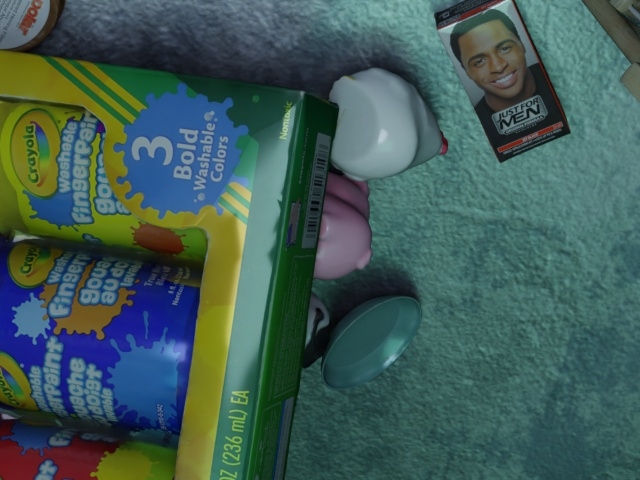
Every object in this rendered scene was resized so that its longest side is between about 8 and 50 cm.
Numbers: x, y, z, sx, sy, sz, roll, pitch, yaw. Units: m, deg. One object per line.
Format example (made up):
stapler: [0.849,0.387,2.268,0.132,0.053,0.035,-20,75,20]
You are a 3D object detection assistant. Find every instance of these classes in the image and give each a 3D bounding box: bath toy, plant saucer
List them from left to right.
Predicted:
bath toy: [0.000,0.000,1.300,0.129,0.151,0.348,5,123,-46]
plant saucer: [0.044,0.093,1.379,0.119,0.021,0.119,-29,146,-21]

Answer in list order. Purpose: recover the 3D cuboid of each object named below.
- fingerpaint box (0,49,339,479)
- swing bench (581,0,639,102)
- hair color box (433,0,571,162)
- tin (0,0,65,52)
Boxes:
fingerpaint box: [-0.206,0.077,1.174,0.371,0.163,0.445,9,92,11]
swing bench: [0.358,-0.200,1.112,0.165,0.255,0.253,31,114,-16]
hair color box: [0.160,-0.146,1.263,0.072,0.043,0.141,-24,116,13]
tin: [-0.309,-0.229,1.223,0.189,0.040,0.106,28,120,-14]
